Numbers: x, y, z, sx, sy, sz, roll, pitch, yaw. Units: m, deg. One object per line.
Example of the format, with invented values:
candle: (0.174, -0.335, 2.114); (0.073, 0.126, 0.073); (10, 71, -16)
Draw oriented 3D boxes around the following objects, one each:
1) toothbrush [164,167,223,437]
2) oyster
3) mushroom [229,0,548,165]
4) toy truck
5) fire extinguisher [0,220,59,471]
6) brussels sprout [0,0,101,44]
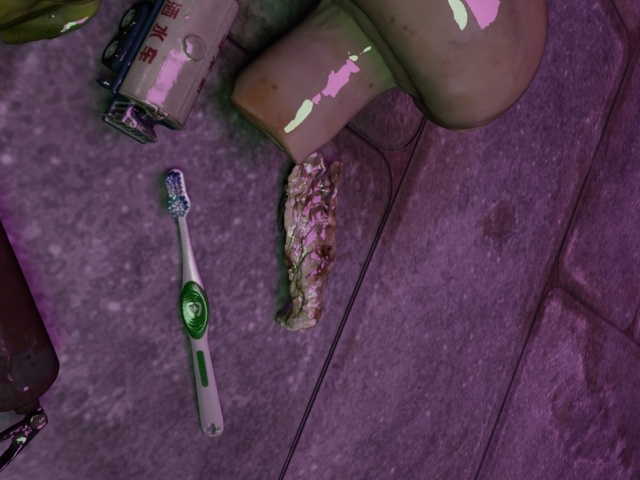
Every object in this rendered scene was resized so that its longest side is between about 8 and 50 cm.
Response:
toothbrush: (-0.128, 0.076, 0.610); (0.030, 0.030, 0.304); (-21, 116, -37)
oyster: (-0.002, -0.002, 0.677); (0.106, 0.061, 0.200); (-18, 113, -39)
mushroom: (0.049, -0.210, 0.576); (0.290, 0.293, 0.292); (-35, 132, 15)
toy truck: (-0.121, -0.181, 0.503); (0.074, 0.088, 0.202); (31, 80, -41)
fire extinguisher: (-0.265, 0.054, 0.447); (0.089, 0.072, 0.268); (-31, 121, -40)
brussels sprout: (-0.176, -0.229, 0.328); (0.227, 0.259, 0.295); (53, 41, -45)
